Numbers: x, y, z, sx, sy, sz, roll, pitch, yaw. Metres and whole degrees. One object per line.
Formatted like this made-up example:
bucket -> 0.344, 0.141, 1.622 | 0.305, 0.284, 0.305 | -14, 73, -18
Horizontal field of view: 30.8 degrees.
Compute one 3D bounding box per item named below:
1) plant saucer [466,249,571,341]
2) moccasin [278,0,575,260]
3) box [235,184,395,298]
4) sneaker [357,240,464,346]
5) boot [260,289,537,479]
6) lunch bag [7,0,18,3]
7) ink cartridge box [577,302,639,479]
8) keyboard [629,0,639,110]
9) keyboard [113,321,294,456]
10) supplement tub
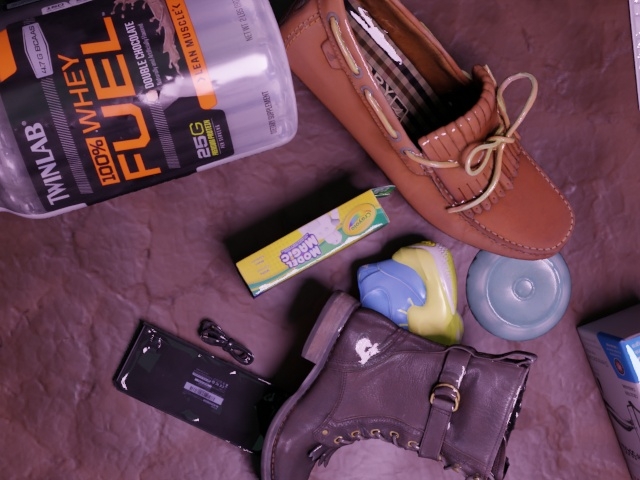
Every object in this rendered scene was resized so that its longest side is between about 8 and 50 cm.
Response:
plant saucer -> 0.219, 0.052, 1.264 | 0.119, 0.021, 0.119 | 0, 91, -7
moccasin -> 0.128, -0.122, 1.167 | 0.380, 0.147, 0.139 | 48, 61, -15
box -> 0.000, 0.000, 1.195 | 0.179, 0.105, 0.043 | -31, 88, -5
sneaker -> 0.095, 0.123, 1.231 | 0.126, 0.091, 0.240 | -9, 93, 12
boot -> 0.075, 0.192, 1.158 | 0.229, 0.091, 0.262 | 24, 108, 13
lunch bag -> -0.283, -0.271, 1.176 | 0.065, 0.067, 0.098 | 25, 89, -6
ink cartridge box -> 0.362, 0.177, 1.220 | 0.086, 0.148, 0.203 | -21, 92, -5
keyboard -> 0.375, -0.272, 1.281 | 0.072, 0.014, 0.256 | -6, 91, -7
keyboard -> -0.116, 0.145, 1.228 | 0.180, 0.023, 0.108 | 26, 94, -7
supplement tub -> -0.207, -0.146, 1.118 | 0.338, 0.207, 0.207 | -18, 93, -6
